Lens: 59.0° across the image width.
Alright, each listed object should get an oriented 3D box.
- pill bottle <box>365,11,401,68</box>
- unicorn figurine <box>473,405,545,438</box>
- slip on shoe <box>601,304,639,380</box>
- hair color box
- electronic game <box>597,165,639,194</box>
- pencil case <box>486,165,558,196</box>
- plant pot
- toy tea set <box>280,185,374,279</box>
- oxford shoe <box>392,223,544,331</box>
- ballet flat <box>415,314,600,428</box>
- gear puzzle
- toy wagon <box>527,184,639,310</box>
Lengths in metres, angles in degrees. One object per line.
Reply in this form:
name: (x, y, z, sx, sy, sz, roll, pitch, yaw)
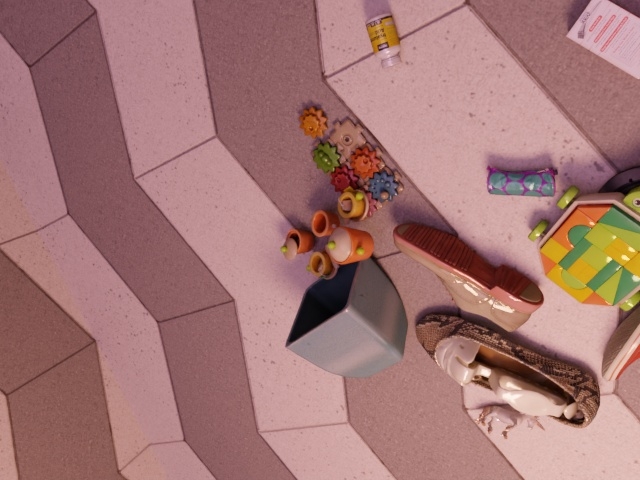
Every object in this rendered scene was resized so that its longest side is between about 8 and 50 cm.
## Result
pill bottle: (0.152, -0.469, 1.333, 0.065, 0.065, 0.116, -13, 104, 32)
unicorn figurine: (0.503, 0.481, 1.512, 0.162, 0.111, 0.060, 23, 130, 36)
slip on shoe: (0.741, 0.198, 1.252, 0.101, 0.123, 0.331, 32, 117, 9)
hair color box: (0.591, -0.406, 1.124, 0.167, 0.053, 0.093, 36, 124, 10)
electronic game: (0.704, -0.051, 1.208, 0.229, 0.048, 0.229, 17, 123, 28)
pencil case: (0.460, -0.136, 1.298, 0.152, 0.064, 0.070, 3, 127, 27)
plant pot: (0.099, 0.230, 1.548, 0.252, 0.247, 0.248, 42, 126, -17)
toy tea set: (0.000, 0.000, 1.512, 0.336, 0.124, 0.200, -33, 65, 45)
oxford shoe: (0.341, 0.097, 1.418, 0.397, 0.140, 0.146, 33, 129, 16)
ballet flat: (0.448, 0.328, 1.422, 0.483, 0.182, 0.164, 21, 119, 20)
gear puzzle: (0.062, -0.219, 1.495, 0.175, 0.044, 0.339, -39, 88, 34)
toy wagon: (0.619, -0.004, 1.212, 0.267, 0.068, 0.344, 40, 141, 16)
